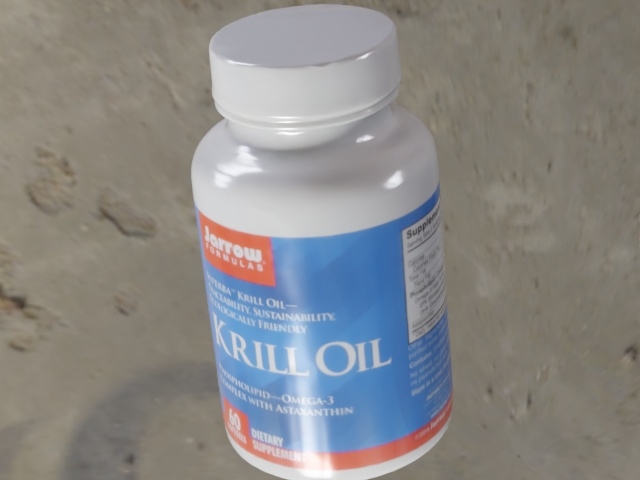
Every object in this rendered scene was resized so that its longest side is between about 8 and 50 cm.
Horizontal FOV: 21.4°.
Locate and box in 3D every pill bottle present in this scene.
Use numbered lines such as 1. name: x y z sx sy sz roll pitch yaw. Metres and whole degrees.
1. pill bottle: 0.000 0.000 0.856 0.124 0.124 0.221 -4 116 6
